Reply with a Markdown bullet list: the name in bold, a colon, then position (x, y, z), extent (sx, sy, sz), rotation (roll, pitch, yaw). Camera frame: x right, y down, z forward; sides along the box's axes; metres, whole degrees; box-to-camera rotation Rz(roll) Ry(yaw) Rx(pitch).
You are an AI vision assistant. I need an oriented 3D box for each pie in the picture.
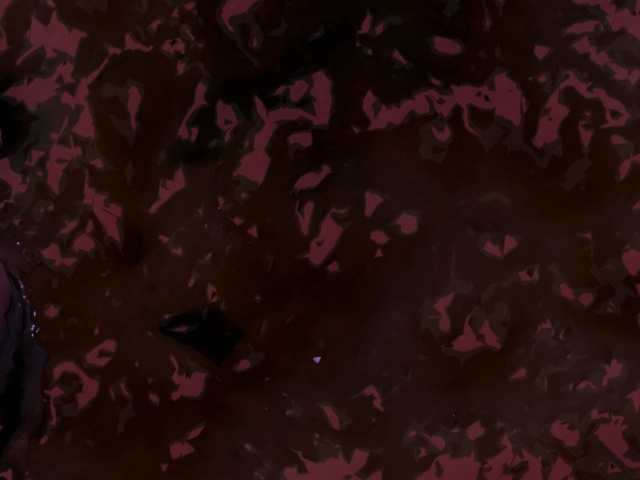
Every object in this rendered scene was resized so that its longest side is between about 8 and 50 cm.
- **pie**: position (0.008, -0.001, 0.494), extent (0.302, 0.067, 0.303), rotation (-5, 121, -9)
